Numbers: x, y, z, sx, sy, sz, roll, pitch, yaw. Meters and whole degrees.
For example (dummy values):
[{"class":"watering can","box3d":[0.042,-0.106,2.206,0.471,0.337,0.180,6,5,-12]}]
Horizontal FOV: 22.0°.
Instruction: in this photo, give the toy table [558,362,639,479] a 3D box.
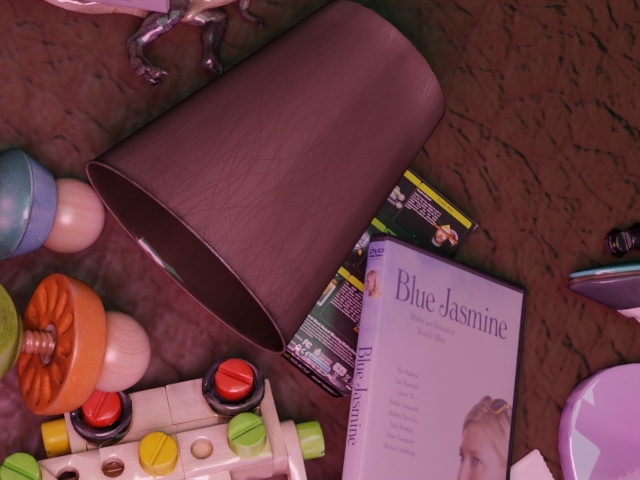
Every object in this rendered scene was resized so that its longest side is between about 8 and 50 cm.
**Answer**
[{"class":"toy table","box3d":[0.329,0.215,1.327,0.274,0.161,0.252,34,78,-8]}]

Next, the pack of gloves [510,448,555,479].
[{"class":"pack of gloves","box3d":[0.136,0.311,1.333,0.232,0.046,0.195,-30,92,-14]}]

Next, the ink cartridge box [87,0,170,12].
[{"class":"ink cartridge box","box3d":[-0.193,-0.257,1.282,0.175,0.072,0.127,9,68,-1]}]

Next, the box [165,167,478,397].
[{"class":"box","box3d":[0.000,0.000,1.339,0.191,0.045,0.184,38,75,-5]}]

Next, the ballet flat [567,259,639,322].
[{"class":"ballet flat","box3d":[0.308,0.038,1.390,0.203,0.074,0.074,-13,87,-17]}]

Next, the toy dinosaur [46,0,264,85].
[{"class":"toy dinosaur","box3d":[-0.112,-0.183,1.328,0.268,0.064,0.118,-8,75,-10]}]

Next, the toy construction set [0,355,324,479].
[{"class":"toy construction set","box3d":[-0.106,0.212,1.234,0.328,0.151,0.215,-3,58,-22]}]

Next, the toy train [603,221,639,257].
[{"class":"toy train","box3d":[0.319,-0.015,1.414,0.158,0.036,0.027,-14,87,-14]}]

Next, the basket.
[{"class":"basket","box3d":[-0.027,-0.064,1.247,0.204,0.154,0.227,41,73,8]}]

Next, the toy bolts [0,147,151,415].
[{"class":"toy bolts","box3d":[-0.237,0.045,1.243,0.158,0.218,0.228,10,56,-34]}]

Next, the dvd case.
[{"class":"dvd case","box3d":[0.091,0.137,1.295,0.180,0.022,0.253,20,70,-42]}]
